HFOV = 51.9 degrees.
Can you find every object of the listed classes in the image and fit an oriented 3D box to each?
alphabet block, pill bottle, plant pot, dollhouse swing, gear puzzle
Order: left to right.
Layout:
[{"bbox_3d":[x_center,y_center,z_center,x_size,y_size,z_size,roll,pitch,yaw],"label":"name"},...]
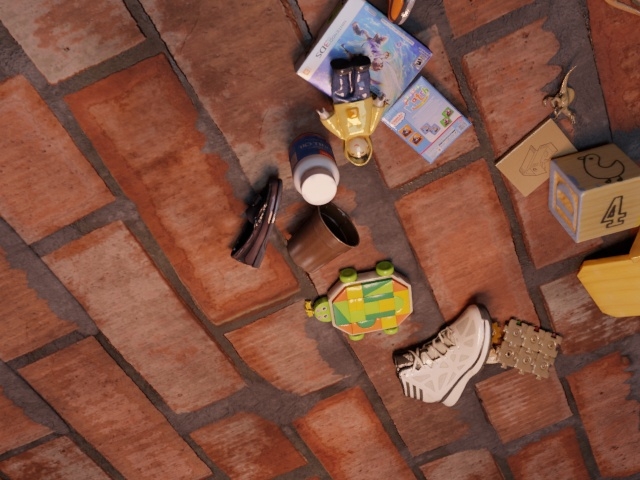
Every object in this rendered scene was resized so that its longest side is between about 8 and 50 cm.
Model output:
[{"bbox_3d":[-0.015,-0.188,1.749,0.124,0.221,0.124,-4,124,-7],"label":"pill bottle"},{"bbox_3d":[0.000,0.000,1.920,0.167,0.167,0.165,34,119,-26],"label":"plant pot"},{"bbox_3d":[0.684,0.368,2.303,0.339,0.044,0.175,20,89,-20],"label":"gear puzzle"},{"bbox_3d":[0.799,-0.138,1.914,0.197,0.192,0.193,-16,131,-3],"label":"alphabet block"},{"bbox_3d":[1.086,0.066,2.183,0.347,0.305,0.315,45,66,-29],"label":"dollhouse swing"}]

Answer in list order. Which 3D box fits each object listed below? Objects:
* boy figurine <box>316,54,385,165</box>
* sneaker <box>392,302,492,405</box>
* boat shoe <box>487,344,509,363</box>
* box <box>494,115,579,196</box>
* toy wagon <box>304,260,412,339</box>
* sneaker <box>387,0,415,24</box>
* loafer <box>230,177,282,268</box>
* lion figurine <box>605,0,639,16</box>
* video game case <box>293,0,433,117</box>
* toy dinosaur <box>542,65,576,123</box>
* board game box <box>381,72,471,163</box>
[{"bbox_3d":[0.078,-0.323,1.687,0.177,0.092,0.285,-7,124,-4],"label":"boy figurine"},{"bbox_3d":[0.395,0.392,2.223,0.257,0.169,0.448,7,124,-15],"label":"sneaker"},{"bbox_3d":[0.590,0.396,2.319,0.170,0.063,0.059,-14,122,-4],"label":"boat shoe"},{"bbox_3d":[0.636,-0.243,1.935,0.201,0.021,0.164,-42,119,17],"label":"box"},{"bbox_3d":[0.122,0.209,2.122,0.344,0.068,0.267,-11,124,-2],"label":"toy wagon"},{"bbox_3d":[0.149,-0.677,1.530,0.180,0.124,0.321,5,111,-7],"label":"sneaker"},{"bbox_3d":[-0.184,-0.049,1.888,0.095,0.109,0.303,12,123,-11],"label":"loafer"},{"bbox_3d":[0.767,-0.699,1.589,0.240,0.142,0.392,2,127,-1],"label":"lion figurine"},{"bbox_3d":[0.110,-0.461,1.687,0.269,0.061,0.244,29,115,-25],"label":"video game case"},{"bbox_3d":[0.670,-0.399,1.830,0.092,0.053,0.183,-30,131,-8],"label":"toy dinosaur"},{"bbox_3d":[0.287,-0.333,1.811,0.211,0.039,0.160,35,111,-27],"label":"board game box"}]
